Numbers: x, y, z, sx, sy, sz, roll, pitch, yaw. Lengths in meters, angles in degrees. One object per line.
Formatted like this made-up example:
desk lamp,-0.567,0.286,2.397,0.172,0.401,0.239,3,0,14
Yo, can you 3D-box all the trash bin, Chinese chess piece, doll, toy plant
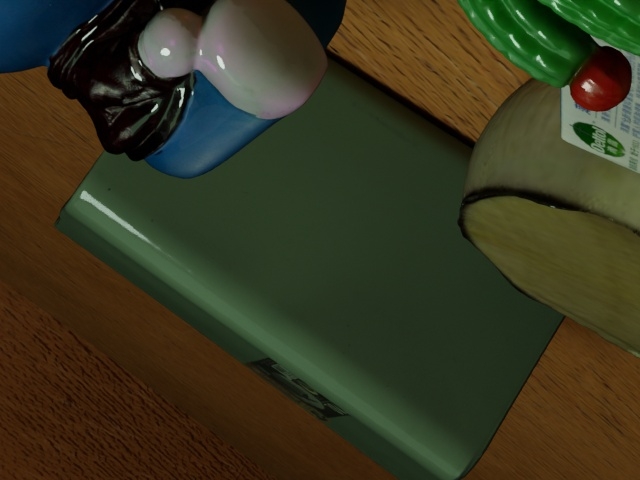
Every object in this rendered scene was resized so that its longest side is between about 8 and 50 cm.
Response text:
trash bin,0.000,0.000,1.368,0.343,0.223,0.158,33,166,-6
Chinese chess piece,0.212,-0.004,1.149,0.257,0.104,0.257,29,167,7
doll,-0.144,-0.179,0.992,0.310,0.284,0.240,39,122,-14
toy plant,0.123,-0.132,0.806,0.155,0.088,0.240,-16,115,37

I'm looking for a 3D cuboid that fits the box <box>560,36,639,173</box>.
box,0.198,-0.089,0.938,0.139,0.073,0.194,27,166,16
